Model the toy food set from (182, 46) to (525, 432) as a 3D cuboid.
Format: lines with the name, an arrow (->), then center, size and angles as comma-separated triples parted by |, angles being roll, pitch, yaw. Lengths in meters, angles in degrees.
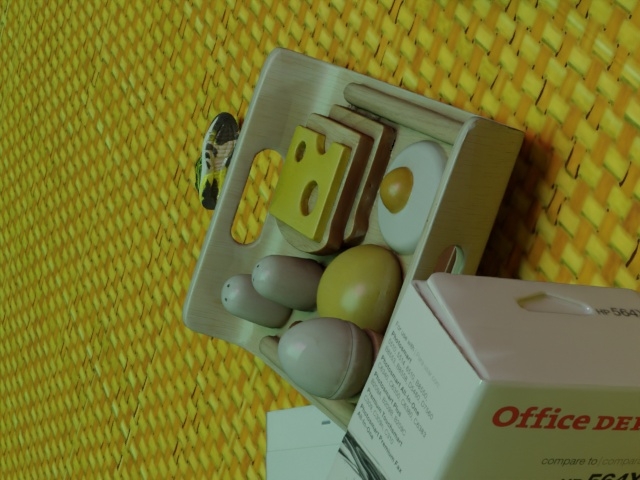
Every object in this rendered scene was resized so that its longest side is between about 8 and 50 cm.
toy food set -> 0.000, 0.000, 0.991 | 0.306, 0.092, 0.220 | 32, 105, 61

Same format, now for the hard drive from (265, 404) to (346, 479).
hard drive -> 0.024, 0.261, 1.017 | 0.203, 0.040, 0.308 | -19, 70, 59

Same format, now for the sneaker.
sneaker -> -0.090, -0.068, 1.272 | 0.035, 0.031, 0.083 | 44, 124, 55

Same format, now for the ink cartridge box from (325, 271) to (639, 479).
ink cartridge box -> 0.090, 0.126, 0.798 | 0.086, 0.148, 0.203 | 59, 136, 48
